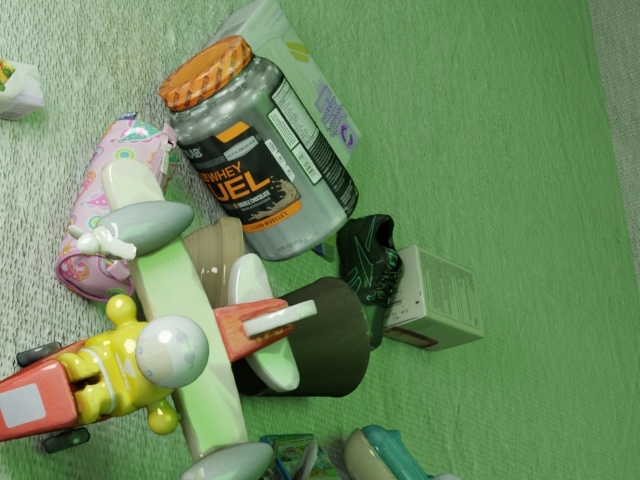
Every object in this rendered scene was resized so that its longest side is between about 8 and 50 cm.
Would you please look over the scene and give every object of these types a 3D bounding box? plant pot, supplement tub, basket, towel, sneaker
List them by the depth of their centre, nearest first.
[{"bbox_3d":[-0.182,0.078,1.757,0.109,0.237,0.237,6,61,-12],"label":"plant pot"},{"bbox_3d":[-0.046,0.170,1.930,0.226,0.154,0.205,-7,95,-53],"label":"basket"},{"bbox_3d":[-0.103,-0.150,1.962,0.338,0.207,0.207,55,34,-21],"label":"supplement tub"},{"bbox_3d":[0.000,0.000,2.222,0.083,0.009,0.060,33,48,-45],"label":"towel"},{"bbox_3d":[0.093,0.071,2.237,0.101,0.106,0.268,25,54,-50],"label":"sneaker"}]

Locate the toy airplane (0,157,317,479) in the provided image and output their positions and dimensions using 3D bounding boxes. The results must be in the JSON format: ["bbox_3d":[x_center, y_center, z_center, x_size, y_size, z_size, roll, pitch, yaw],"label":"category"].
[{"bbox_3d":[-0.174,0.140,1.488,0.386,0.272,0.385,29,74,-11],"label":"toy airplane"}]

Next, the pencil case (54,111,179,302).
[{"bbox_3d":[-0.283,-0.049,1.714,0.124,0.124,0.284,47,39,-33],"label":"pencil case"}]

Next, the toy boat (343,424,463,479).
[{"bbox_3d":[0.157,0.414,1.960,0.267,0.148,0.318,52,-2,-2],"label":"toy boat"}]

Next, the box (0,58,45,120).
[{"bbox_3d":[-0.493,-0.208,1.533,0.324,0.067,0.063,2,70,-55],"label":"box"}]

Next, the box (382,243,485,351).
[{"bbox_3d":[0.204,0.117,2.357,0.232,0.126,0.149,23,54,-50],"label":"box"}]

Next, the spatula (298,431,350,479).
[{"bbox_3d":[0.027,0.445,2.011,0.242,0.019,0.168,43,35,-38],"label":"spatula"}]

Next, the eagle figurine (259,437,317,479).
[{"bbox_3d":[-0.055,0.453,1.723,0.298,0.225,0.226,57,23,3],"label":"eagle figurine"}]

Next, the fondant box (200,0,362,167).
[{"bbox_3d":[-0.073,-0.246,2.169,0.330,0.096,0.238,57,34,-23],"label":"fondant box"}]

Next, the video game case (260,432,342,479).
[{"bbox_3d":[-0.013,0.375,1.907,0.119,0.015,0.166,8,39,-48],"label":"video game case"}]
